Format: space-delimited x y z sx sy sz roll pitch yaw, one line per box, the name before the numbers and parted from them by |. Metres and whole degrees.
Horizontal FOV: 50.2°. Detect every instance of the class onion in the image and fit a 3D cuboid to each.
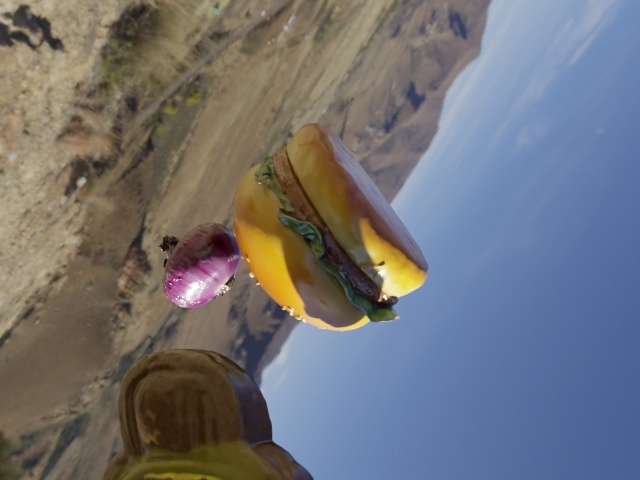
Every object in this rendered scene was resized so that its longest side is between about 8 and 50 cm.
onion | -0.151 0.028 0.838 0.115 0.104 0.115 -59 178 -3

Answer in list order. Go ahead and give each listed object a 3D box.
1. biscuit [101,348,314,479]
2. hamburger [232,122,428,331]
biscuit | -0.081 0.217 0.453 0.208 0.290 0.041 -15 173 35
hamburger | -0.001 -0.001 0.775 0.170 0.246 0.246 -35 -173 13
